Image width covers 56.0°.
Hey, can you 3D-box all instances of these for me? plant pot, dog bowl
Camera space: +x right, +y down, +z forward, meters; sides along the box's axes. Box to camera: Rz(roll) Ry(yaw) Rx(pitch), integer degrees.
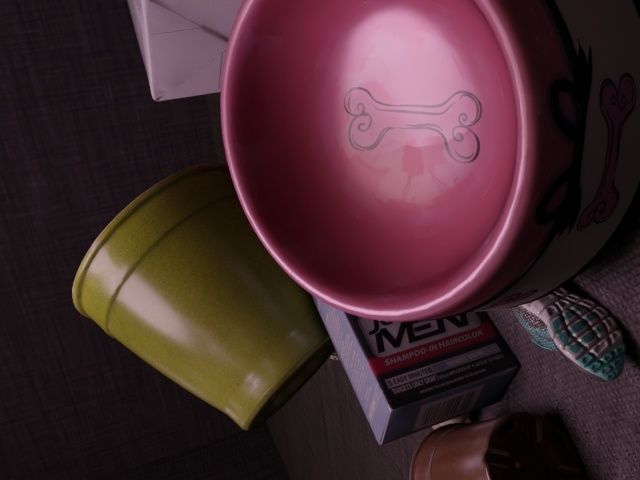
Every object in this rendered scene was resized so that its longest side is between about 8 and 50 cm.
[{"bbox_3d":[-0.160,0.120,1.039,0.353,0.366,0.366,43,154,14],"label":"plant pot"},{"bbox_3d":[0.220,0.291,0.741,0.165,0.167,0.167,121,133,-56],"label":"plant pot"},{"bbox_3d":[0.069,-0.106,0.557,0.408,0.150,0.407,17,115,39],"label":"dog bowl"}]

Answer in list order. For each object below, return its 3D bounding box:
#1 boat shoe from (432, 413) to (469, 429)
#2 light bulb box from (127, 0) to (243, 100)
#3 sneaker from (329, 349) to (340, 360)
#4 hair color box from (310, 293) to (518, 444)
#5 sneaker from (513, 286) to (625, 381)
[{"bbox_3d":[0.141,0.184,0.993,0.302,0.109,0.098,53,152,42],"label":"boat shoe"},{"bbox_3d":[-0.107,-0.430,0.846,0.225,0.358,0.361,124,131,-66],"label":"light bulb box"},{"bbox_3d":[0.009,0.190,1.297,0.410,0.182,0.158,119,135,-68],"label":"sneaker"},{"bbox_3d":[0.100,0.083,0.892,0.113,0.185,0.374,94,156,-48],"label":"hair color box"},{"bbox_3d":[0.254,0.092,0.634,0.166,0.065,0.076,-120,6,-53],"label":"sneaker"}]
